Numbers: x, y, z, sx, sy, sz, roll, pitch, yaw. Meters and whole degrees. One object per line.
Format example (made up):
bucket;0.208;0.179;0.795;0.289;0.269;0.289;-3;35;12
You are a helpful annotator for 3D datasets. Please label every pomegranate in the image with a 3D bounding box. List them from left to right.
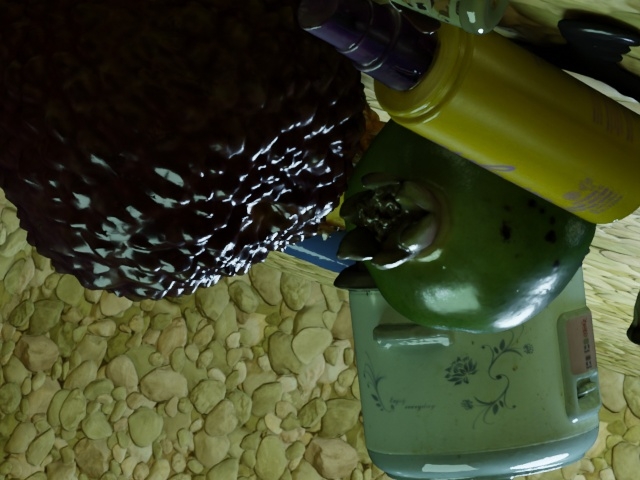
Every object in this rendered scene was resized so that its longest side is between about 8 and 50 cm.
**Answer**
pomegranate;0.092;-0.019;1.331;0.187;0.187;0.225;16;-165;32

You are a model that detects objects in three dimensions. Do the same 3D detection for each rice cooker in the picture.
rice cooker;0.157;0.102;1.936;0.264;0.317;0.316;-6;161;34

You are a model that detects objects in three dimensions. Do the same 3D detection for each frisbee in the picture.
frisbee;0.157;-0.111;1.196;0.187;0.012;0.211;16;174;39

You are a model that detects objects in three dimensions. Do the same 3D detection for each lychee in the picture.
lychee;-0.113;-0.093;1.224;0.271;0.271;0.271;19;175;2

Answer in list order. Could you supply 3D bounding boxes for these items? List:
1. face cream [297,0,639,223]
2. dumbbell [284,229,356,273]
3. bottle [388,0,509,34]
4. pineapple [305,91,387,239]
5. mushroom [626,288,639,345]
face cream;0.096;-0.090;1.145;0.273;0.078;0.078;24;173;-37
dumbbell;0.000;0.000;2.196;0.325;0.160;0.144;20;-157;-18
bottle;0.052;-0.145;1.026;0.101;0.063;0.047;20;-156;22
pineapple;-0.003;-0.075;1.557;0.079;0.135;0.233;32;161;-26
mushroom;0.348;0.039;1.276;0.189;0.164;0.267;28;174;-36
